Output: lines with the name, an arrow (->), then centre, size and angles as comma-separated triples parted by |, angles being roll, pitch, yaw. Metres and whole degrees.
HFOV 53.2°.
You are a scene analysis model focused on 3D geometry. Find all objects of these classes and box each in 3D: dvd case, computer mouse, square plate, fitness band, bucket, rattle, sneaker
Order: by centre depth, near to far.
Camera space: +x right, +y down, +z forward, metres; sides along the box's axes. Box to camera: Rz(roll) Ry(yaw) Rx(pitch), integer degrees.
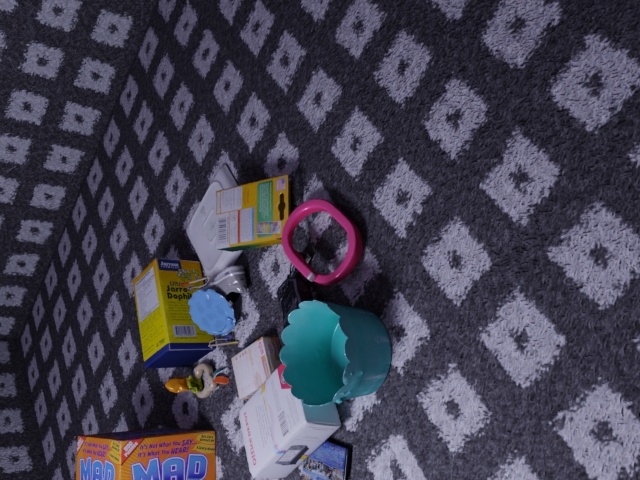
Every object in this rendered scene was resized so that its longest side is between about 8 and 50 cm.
bucket -> 0.040, 0.298, 1.699 | 0.281, 0.183, 0.282 | -11, 75, 48
dvd case -> 0.011, 0.687, 1.794 | 0.180, 0.022, 0.253 | 1, 84, 48
fitness band -> 0.000, 0.000, 1.847 | 0.209, 0.054, 0.291 | -51, 49, 7
computer mouse -> -0.060, 0.180, 1.898 | 0.189, 0.072, 0.272 | -59, 23, 30
sneaker -> -0.350, 0.198, 2.222 | 0.281, 0.105, 0.115 | -44, 61, 40
rattle -> -0.432, 0.488, 2.249 | 0.199, 0.142, 0.130 | -11, 58, 54
square plate -> -0.380, -0.049, 2.336 | 0.347, 0.049, 0.344 | -56, 48, 27

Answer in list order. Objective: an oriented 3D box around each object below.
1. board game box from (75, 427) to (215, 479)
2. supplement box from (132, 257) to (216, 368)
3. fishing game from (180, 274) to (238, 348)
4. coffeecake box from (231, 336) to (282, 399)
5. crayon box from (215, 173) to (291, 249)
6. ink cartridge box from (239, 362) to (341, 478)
board game box -> -0.610, 0.854, 2.222 | 0.356, 0.356, 0.357 | -14, 73, 46
supplement box -> -0.545, 0.270, 2.364 | 0.194, 0.195, 0.357 | -36, 59, 39
fishing game -> -0.370, 0.243, 2.197 | 0.189, 0.041, 0.264 | -17, 105, 31
coffeecake box -> -0.197, 0.408, 2.040 | 0.185, 0.068, 0.143 | -38, 57, 39
crayon box -> -0.203, -0.083, 2.083 | 0.322, 0.083, 0.203 | -9, 77, 37
ink cartridge box -> -0.095, 0.509, 1.840 | 0.306, 0.131, 0.226 | -52, 39, 32
